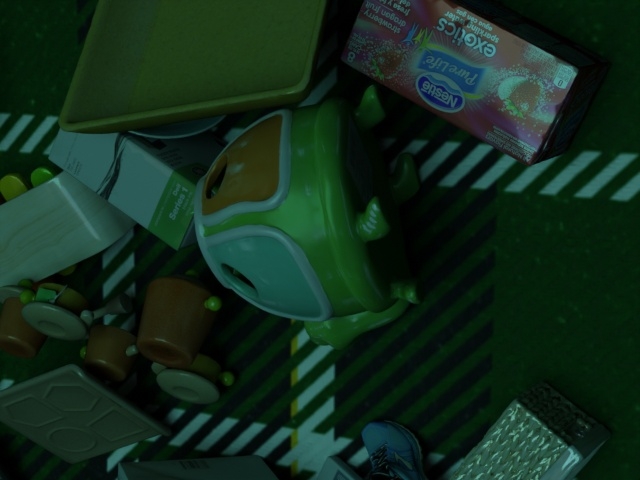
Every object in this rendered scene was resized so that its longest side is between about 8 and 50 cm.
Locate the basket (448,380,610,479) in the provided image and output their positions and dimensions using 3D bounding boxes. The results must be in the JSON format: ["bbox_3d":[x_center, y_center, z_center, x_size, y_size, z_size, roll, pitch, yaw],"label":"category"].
[{"bbox_3d":[0.233,0.257,1.598,0.103,0.113,0.167,42,115,17],"label":"basket"}]

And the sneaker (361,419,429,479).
[{"bbox_3d":[0.087,0.274,1.674,0.063,0.073,0.162,-54,40,20],"label":"sneaker"}]

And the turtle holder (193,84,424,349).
[{"bbox_3d":[-0.004,-0.019,1.603,0.228,0.320,0.243,-12,73,15],"label":"turtle holder"}]

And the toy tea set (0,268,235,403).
[{"bbox_3d":[-0.267,0.095,1.795,0.336,0.124,0.200,13,150,7],"label":"toy tea set"}]

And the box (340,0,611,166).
[{"bbox_3d":[0.170,-0.198,1.535,0.257,0.128,0.122,32,112,18],"label":"box"}]

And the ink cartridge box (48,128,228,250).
[{"bbox_3d":[-0.201,-0.094,1.729,0.219,0.160,0.092,34,115,17],"label":"ink cartridge box"}]

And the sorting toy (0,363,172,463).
[{"bbox_3d":[-0.333,0.230,1.873,0.208,0.193,0.038,-18,48,31],"label":"sorting toy"}]

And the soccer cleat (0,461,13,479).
[{"bbox_3d":[-0.549,0.286,2.029,0.318,0.116,0.108,43,103,-4],"label":"soccer cleat"}]

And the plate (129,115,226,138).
[{"bbox_3d":[-0.196,-0.189,1.712,0.188,0.188,0.024,35,144,17],"label":"plate"}]

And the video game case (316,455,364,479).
[{"bbox_3d":[0.034,0.396,1.717,0.201,0.023,0.183,36,106,44],"label":"video game case"}]

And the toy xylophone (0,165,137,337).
[{"bbox_3d":[-0.380,0.014,1.880,0.323,0.081,0.236,-15,112,25],"label":"toy xylophone"}]

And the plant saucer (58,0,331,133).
[{"bbox_3d":[-0.114,-0.261,1.624,0.333,0.081,0.332,-6,57,28],"label":"plant saucer"}]

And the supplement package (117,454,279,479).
[{"bbox_3d":[-0.154,0.396,1.757,0.149,0.194,0.203,-143,58,-64],"label":"supplement package"}]
